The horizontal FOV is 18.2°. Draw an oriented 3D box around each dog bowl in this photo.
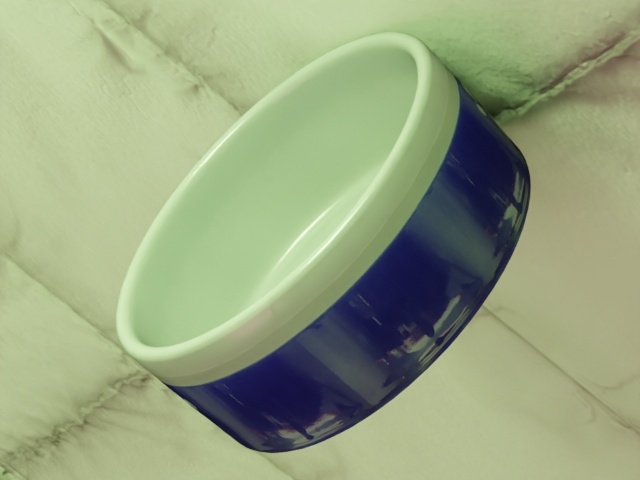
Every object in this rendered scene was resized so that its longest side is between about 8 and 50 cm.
[{"bbox_3d":[0.000,0.000,1.251,0.104,0.265,0.265,43,151,-23],"label":"dog bowl"}]
